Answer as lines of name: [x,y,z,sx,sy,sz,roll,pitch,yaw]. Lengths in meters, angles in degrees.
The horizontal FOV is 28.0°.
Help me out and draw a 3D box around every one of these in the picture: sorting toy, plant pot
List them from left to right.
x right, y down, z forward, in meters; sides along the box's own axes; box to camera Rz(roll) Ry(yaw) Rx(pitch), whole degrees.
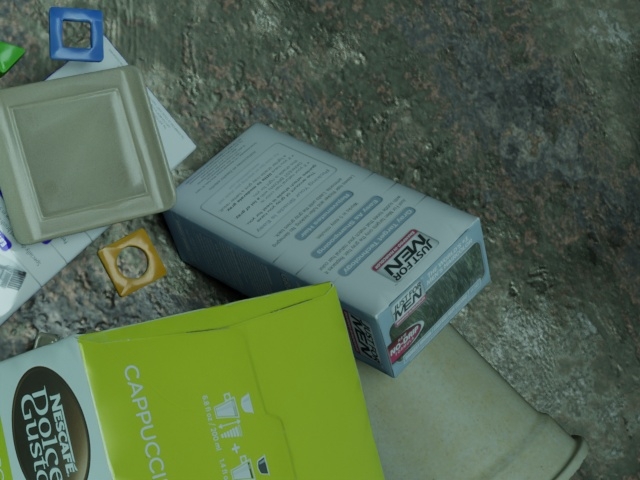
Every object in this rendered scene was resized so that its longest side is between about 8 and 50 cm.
sorting toy: [-0.284,-0.099,1.504,0.196,0.047,0.347,-15,88,-23]
plant pot: [0.114,0.234,1.635,0.334,0.334,0.305,-35,85,-27]

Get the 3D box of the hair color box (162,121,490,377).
hair color box: [0.000,0.000,1.568,0.185,0.374,0.113,-42,137,-25]

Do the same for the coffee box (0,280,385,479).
coffee box: [-0.165,0.259,1.367,0.338,0.334,0.337,-10,83,-43]

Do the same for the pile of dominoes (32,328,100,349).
pile of dominoes: [-0.279,0.238,1.561,0.196,0.040,0.251,17,71,-26]

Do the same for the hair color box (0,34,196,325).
hair color box: [-0.337,-0.070,1.557,0.339,0.110,0.185,-45,103,-27]
